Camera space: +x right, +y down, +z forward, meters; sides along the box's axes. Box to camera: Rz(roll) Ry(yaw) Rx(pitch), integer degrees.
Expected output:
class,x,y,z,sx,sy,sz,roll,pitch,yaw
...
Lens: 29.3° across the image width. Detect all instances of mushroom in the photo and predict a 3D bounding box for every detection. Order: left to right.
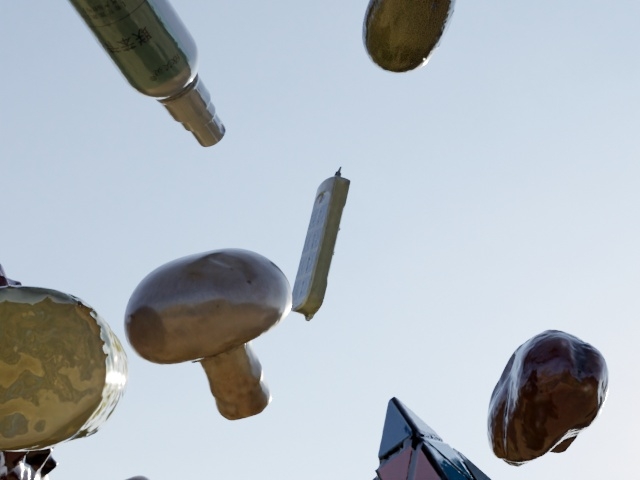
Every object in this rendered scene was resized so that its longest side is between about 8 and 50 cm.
class,x,y,z,sx,sy,sz,roll,pitch,yaw
mushroom,-0.139,0.105,1.462,0.206,0.209,0.206,12,12,-2

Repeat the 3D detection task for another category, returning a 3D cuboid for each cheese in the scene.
class,x,y,z,sx,sy,sz,roll,pitch,yaw
cheese,-0.182,0.083,0.756,0.123,0.093,0.167,-4,-9,-7

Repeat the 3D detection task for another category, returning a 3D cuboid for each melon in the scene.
class,x,y,z,sx,sy,sz,roll,pitch,yaw
melon,0.102,-0.262,1.381,0.099,0.099,0.162,11,-50,-12

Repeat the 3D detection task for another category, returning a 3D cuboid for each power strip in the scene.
class,x,y,z,sx,sy,sz,roll,pitch,yaw
power strip,0.000,0.000,1.687,0.029,0.226,0.080,18,-17,-15

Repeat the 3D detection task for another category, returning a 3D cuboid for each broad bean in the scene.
class,x,y,z,sx,sy,sz,roll,pitch,yaw
broad bean,0.282,0.203,1.527,0.122,0.156,0.228,16,-40,-1

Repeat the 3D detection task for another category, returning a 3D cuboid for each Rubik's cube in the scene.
class,x,y,z,sx,sy,sz,roll,pitch,yaw
Rubik's cube,0.146,0.292,1.361,0.284,0.250,0.234,-14,-5,-9

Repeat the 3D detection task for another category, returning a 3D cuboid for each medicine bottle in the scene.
class,x,y,z,sx,sy,sz,roll,pitch,yaw
medicine bottle,-0.224,-0.255,1.623,0.110,0.110,0.352,-8,-41,23

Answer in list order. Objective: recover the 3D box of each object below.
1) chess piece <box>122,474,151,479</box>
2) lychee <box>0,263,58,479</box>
class,x,y,z,sx,sy,sz,roll,pitch,yaw
chess piece,-0.171,0.427,1.462,0.124,0.307,0.139,-28,-9,37
lychee,-0.507,0.170,1.395,0.425,0.500,0.424,-15,1,0
